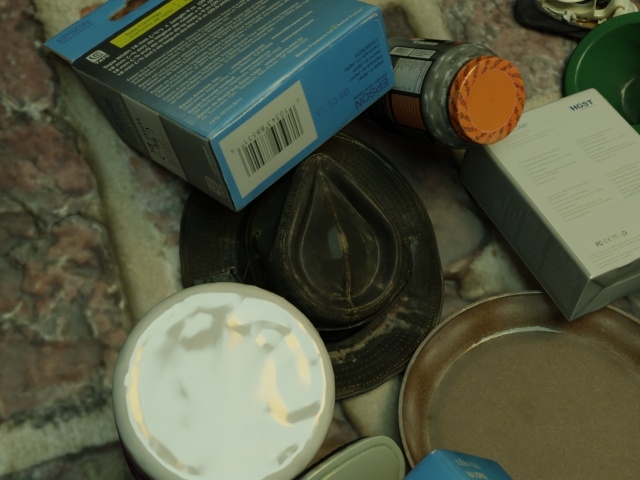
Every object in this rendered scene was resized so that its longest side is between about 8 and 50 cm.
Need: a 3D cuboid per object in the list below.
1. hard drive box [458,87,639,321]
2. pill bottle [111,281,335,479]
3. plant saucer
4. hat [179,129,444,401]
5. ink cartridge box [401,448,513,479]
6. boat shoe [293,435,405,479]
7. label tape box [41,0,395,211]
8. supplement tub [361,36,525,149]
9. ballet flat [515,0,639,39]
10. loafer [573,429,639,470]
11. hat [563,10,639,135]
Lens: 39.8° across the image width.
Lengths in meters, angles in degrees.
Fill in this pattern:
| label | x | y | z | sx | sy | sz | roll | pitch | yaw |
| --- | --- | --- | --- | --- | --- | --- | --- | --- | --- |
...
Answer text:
| label | x | y | z | sx | sy | sz | roll | pitch | yaw |
| --- | --- | --- | --- | --- | --- | --- | --- | --- | --- |
| hard drive box | 0.300 | -0.049 | 1.012 | 0.181 | 0.089 | 0.232 | -20 | 57 | -16 |
| pill bottle | -0.093 | 0.155 | 0.782 | 0.169 | 0.301 | 0.169 | 4 | 70 | -10 |
| plant saucer | 0.237 | 0.188 | 0.919 | 0.311 | 0.050 | 0.310 | -3 | 51 | 4 |
| hat | 0.000 | 0.000 | 0.951 | 0.331 | 0.134 | 0.331 | 3 | 70 | -9 |
| ink cartridge box | 0.148 | 0.406 | 0.680 | 0.285 | 0.166 | 0.395 | -48 | 57 | 6 |
| boat shoe | -0.045 | 0.293 | 0.851 | 0.302 | 0.091 | 0.114 | -37 | 111 | -24 |
| label tape box | -0.119 | -0.198 | 0.995 | 0.241 | 0.106 | 0.334 | -40 | 47 | -21 |
| supplement tub | 0.132 | -0.167 | 0.994 | 0.117 | 0.190 | 0.117 | -9 | 109 | -28 |
| ballet flat | 0.359 | -0.298 | 1.162 | 0.203 | 0.074 | 0.074 | 11 | 68 | -7 |
| loafer | 0.350 | 0.230 | 0.949 | 0.303 | 0.095 | 0.109 | -10 | 74 | -14 |
| hat | 0.443 | -0.176 | 1.156 | 0.173 | 0.183 | 0.208 | -51 | 54 | 9 |
